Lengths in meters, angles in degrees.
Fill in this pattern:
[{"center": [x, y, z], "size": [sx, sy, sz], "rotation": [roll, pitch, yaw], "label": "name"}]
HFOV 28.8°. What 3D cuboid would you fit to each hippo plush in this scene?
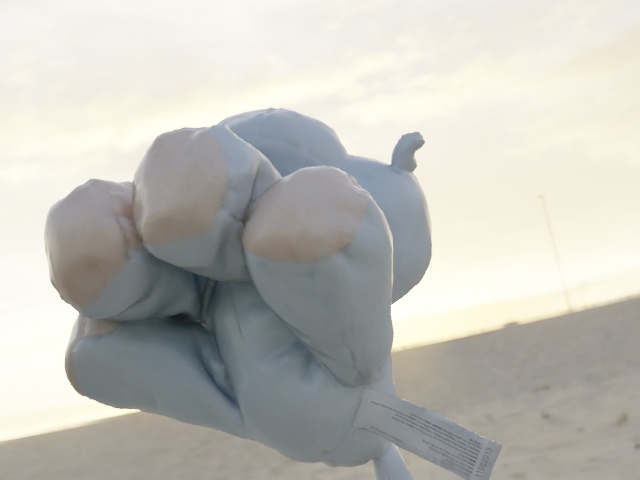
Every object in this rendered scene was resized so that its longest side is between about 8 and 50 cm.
[{"center": [0.000, 0.000, 0.782], "size": [0.294, 0.237, 0.234], "rotation": [25, -48, 3], "label": "hippo plush"}]
